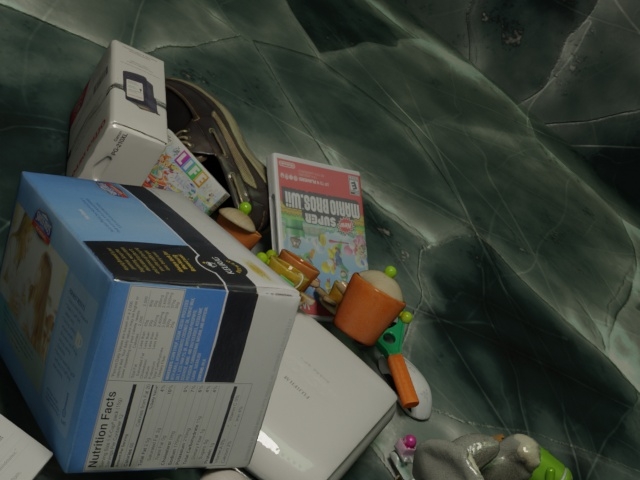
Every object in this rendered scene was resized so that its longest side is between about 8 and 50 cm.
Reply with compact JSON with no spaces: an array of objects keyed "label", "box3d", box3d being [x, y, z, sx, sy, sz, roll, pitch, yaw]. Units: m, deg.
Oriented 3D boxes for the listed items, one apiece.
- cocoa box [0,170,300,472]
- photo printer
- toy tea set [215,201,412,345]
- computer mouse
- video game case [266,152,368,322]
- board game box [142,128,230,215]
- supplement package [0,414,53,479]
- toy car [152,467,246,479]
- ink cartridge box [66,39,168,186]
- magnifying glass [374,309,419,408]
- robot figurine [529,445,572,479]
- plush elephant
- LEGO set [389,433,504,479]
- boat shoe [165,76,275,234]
[{"label":"cocoa box","box3d":[-0.225,0.086,1.166,0.227,0.232,0.347,6,18,-35]},{"label":"photo printer","box3d":[-0.053,0.233,1.389,0.256,0.107,0.307,41,31,10]},{"label":"toy tea set","box3d":[-0.010,0.037,1.534,0.336,0.124,0.200,29,6,-27]},{"label":"computer mouse","box3d":[0.138,0.216,1.682,0.106,0.042,0.193,1,47,-47]},{"label":"video game case","box3d":[0.000,0.000,1.716,0.204,0.025,0.285,9,69,-40]},{"label":"board game box","box3d":[-0.238,-0.095,1.640,0.154,0.103,0.026,47,2,15]},{"label":"supplement package","box3d":[-0.425,0.219,0.996,0.244,0.134,0.139,37,31,-3]},{"label":"toy car","box3d":[-0.159,0.343,1.116,0.182,0.159,0.136,-22,91,-56]},{"label":"ink cartridge box","box3d":[-0.328,-0.179,1.587,0.100,0.172,0.237,21,35,-27]},{"label":"magnifying glass","box3d":[0.117,0.176,1.661,0.092,0.026,0.231,-4,52,-20]},{"label":"robot figurine","box3d":[0.376,0.393,1.674,0.115,0.067,0.101,39,7,1]},{"label":"plush elephant","box3d":[0.185,0.390,1.270,0.329,0.272,0.255,10,-2,-16]},{"label":"LEGO set","box3d":[0.249,0.352,1.556,0.287,0.107,0.132,5,44,-43]},{"label":"boat shoe","box3d":[-0.205,-0.152,1.722,0.355,0.132,0.130,46,31,15]}]
